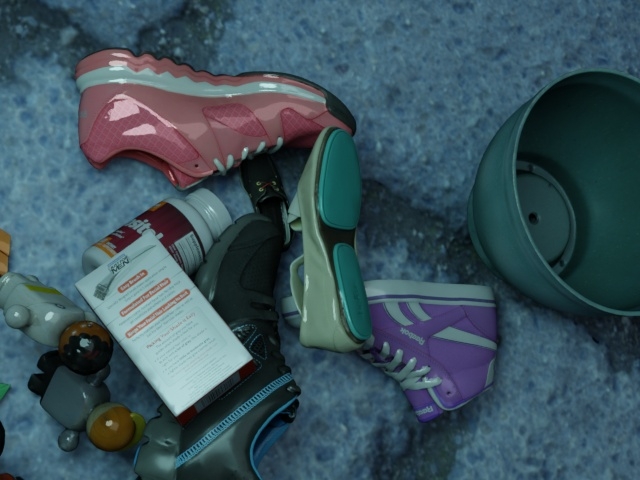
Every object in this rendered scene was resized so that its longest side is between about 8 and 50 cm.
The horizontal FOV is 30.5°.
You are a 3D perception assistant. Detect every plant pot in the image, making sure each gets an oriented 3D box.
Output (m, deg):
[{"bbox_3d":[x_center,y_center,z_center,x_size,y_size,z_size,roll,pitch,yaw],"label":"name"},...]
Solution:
[{"bbox_3d":[0.301,-0.040,1.430,0.293,0.196,0.293,6,77,-25],"label":"plant pot"}]

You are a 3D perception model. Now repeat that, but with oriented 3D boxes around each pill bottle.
[{"bbox_3d":[-0.170,0.009,1.251,0.152,0.086,0.086,-36,95,-29],"label":"pill bottle"}]

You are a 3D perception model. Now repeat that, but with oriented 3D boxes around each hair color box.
[{"bbox_3d":[-0.149,0.084,1.135,0.093,0.053,0.167,-36,75,-12],"label":"hair color box"}]

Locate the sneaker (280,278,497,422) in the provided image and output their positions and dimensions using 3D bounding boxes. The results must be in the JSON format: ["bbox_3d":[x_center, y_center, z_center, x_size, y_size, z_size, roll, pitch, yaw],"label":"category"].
[{"bbox_3d":[0.088,0.128,1.345,0.282,0.102,0.161,4,80,-25],"label":"sneaker"}]

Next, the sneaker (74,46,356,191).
[{"bbox_3d":[-0.117,-0.114,1.291,0.314,0.116,0.136,7,77,-14],"label":"sneaker"}]

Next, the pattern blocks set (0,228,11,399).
[{"bbox_3d":[-0.438,0.047,1.145,0.285,0.026,0.325,-37,96,-28],"label":"pattern blocks set"}]

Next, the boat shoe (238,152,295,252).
[{"bbox_3d":[-0.059,-0.050,1.345,0.049,0.042,0.133,-10,81,-23],"label":"boat shoe"}]

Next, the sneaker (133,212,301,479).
[{"bbox_3d":[-0.077,0.132,1.214,0.140,0.125,0.341,9,65,12],"label":"sneaker"}]

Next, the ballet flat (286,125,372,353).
[{"bbox_3d":[0.000,0.000,1.255,0.086,0.086,0.248,5,70,-25],"label":"ballet flat"}]

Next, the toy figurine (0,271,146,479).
[{"bbox_3d":[-0.277,0.157,1.083,0.148,0.213,0.209,33,54,31],"label":"toy figurine"}]
